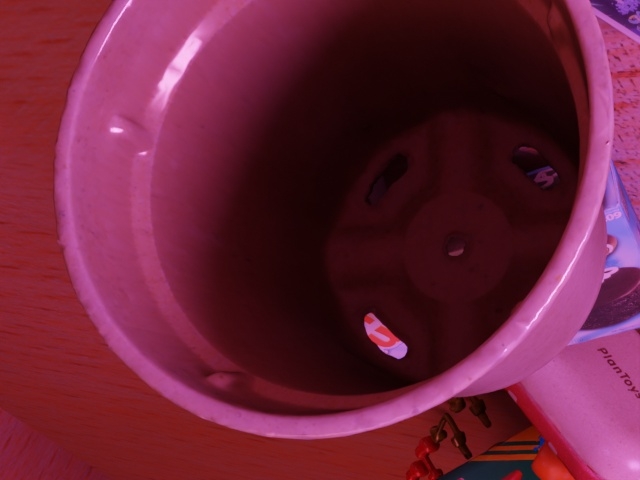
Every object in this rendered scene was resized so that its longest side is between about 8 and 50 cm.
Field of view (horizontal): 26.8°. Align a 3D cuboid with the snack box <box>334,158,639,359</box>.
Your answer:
[{"bbox_3d":[0.109,0.042,1.113,0.322,0.060,0.187,-17,143,19],"label":"snack box"}]

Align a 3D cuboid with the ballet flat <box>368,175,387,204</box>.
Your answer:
[{"bbox_3d":[0.000,0.000,1.210,0.147,0.147,0.409,18,157,12],"label":"ballet flat"}]

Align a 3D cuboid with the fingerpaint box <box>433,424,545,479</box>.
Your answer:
[{"bbox_3d":[0.296,0.390,1.502,0.371,0.163,0.445,-32,135,14],"label":"fingerpaint box"}]

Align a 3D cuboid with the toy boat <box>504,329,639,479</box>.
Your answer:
[{"bbox_3d":[0.234,0.162,1.218,0.151,0.231,0.151,-8,137,-34],"label":"toy boat"}]

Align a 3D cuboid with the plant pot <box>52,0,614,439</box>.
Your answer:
[{"bbox_3d":[0.052,-0.025,0.876,0.334,0.334,0.305,11,172,25],"label":"plant pot"}]

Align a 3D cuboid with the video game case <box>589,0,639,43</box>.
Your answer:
[{"bbox_3d":[0.168,-0.192,0.748,0.201,0.023,0.183,28,157,-16],"label":"video game case"}]

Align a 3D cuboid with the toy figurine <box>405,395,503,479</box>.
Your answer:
[{"bbox_3d":[0.252,0.312,1.700,0.217,0.191,0.362,-11,142,-27],"label":"toy figurine"}]
